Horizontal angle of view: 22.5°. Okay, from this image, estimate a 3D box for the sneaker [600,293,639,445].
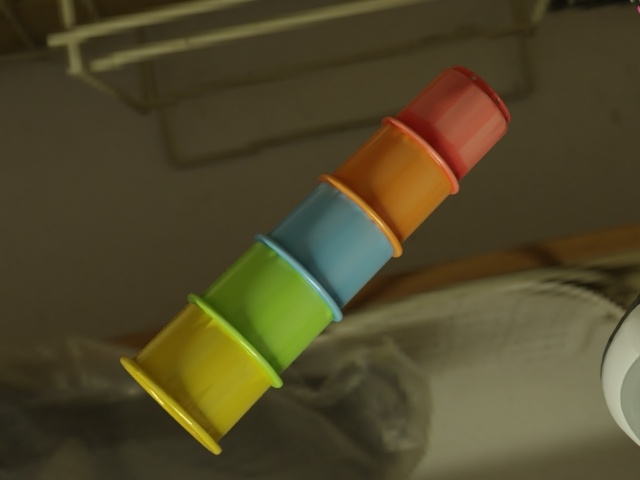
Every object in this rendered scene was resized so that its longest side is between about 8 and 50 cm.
[{"bbox_3d":[0.121,0.029,0.292,0.086,0.132,0.228,-19,153,-7],"label":"sneaker"}]

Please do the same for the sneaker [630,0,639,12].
[{"bbox_3d":[0.315,-0.212,1.469,0.063,0.170,0.075,0,-178,-32],"label":"sneaker"}]

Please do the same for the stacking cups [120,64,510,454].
[{"bbox_3d":[0.000,0.000,1.121,0.316,0.096,0.096,-48,176,-10],"label":"stacking cups"}]
